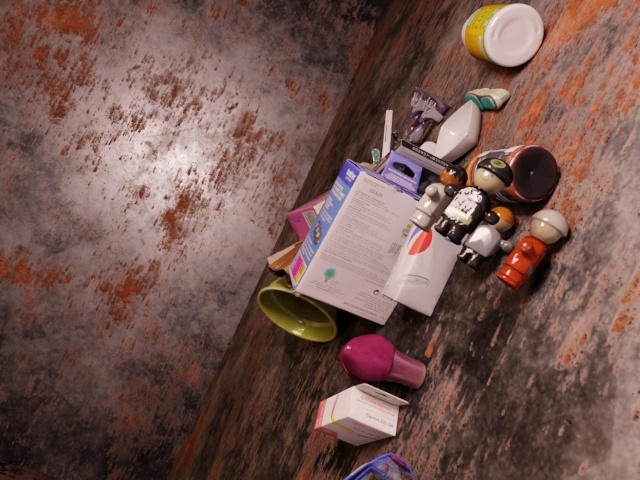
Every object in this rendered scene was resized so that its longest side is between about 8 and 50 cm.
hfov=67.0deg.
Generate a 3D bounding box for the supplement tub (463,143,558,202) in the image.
[{"bbox_3d":[0.352,-0.126,0.937,0.106,0.106,0.198,-65,15,-1],"label":"supplement tub"}]

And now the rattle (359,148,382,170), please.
[{"bbox_3d":[0.200,-0.239,1.755,0.200,0.130,0.143,-41,21,-14],"label":"rattle"}]

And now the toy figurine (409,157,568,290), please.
[{"bbox_3d":[0.282,-0.038,0.835,0.148,0.213,0.209,-54,12,3],"label":"toy figurine"}]

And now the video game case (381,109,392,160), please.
[{"bbox_3d":[0.221,-0.281,1.632,0.285,0.025,0.204,-78,-11,-46],"label":"video game case"}]

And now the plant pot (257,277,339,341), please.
[{"bbox_3d":[-0.023,0.148,1.573,0.276,0.276,0.253,-44,13,55],"label":"plant pot"}]

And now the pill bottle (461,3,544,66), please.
[{"bbox_3d":[0.443,-0.521,1.220,0.136,0.136,0.245,-59,15,21],"label":"pill bottle"}]

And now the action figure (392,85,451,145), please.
[{"bbox_3d":[0.288,-0.331,1.537,0.284,0.099,0.185,-64,24,21],"label":"action figure"}]

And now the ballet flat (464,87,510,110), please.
[{"bbox_3d":[0.423,-0.359,1.222,0.052,0.057,0.168,-35,22,3],"label":"ballet flat"}]

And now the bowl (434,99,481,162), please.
[{"bbox_3d":[0.362,-0.273,1.256,0.142,0.053,0.141,-40,28,57],"label":"bowl"}]

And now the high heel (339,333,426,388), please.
[{"bbox_3d":[0.077,0.253,1.114,0.377,0.181,0.127,-27,40,67],"label":"high heel"}]

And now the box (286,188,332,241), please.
[{"bbox_3d":[0.045,-0.104,1.665,0.243,0.117,0.214,-30,10,-26],"label":"box"}]

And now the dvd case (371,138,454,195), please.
[{"bbox_3d":[0.224,-0.158,1.296,0.238,0.179,0.029,-46,27,53],"label":"dvd case"}]

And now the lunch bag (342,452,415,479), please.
[{"bbox_3d":[0.005,0.565,0.769,0.327,0.239,0.385,-55,1,34],"label":"lunch bag"}]

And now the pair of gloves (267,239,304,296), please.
[{"bbox_3d":[-0.035,0.065,1.456,0.204,0.042,0.240,-28,33,-15],"label":"pair of gloves"}]

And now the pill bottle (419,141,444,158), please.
[{"bbox_3d":[0.265,-0.198,1.372,0.184,0.103,0.103,-45,24,54],"label":"pill bottle"}]

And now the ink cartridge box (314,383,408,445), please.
[{"bbox_3d":[0.084,0.371,1.022,0.198,0.115,0.067,-48,21,50],"label":"ink cartridge box"}]

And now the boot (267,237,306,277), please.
[{"bbox_3d":[0.000,0.000,1.348,0.280,0.096,0.264,-35,16,-26],"label":"boot"}]

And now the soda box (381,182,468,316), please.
[{"bbox_3d":[0.248,0.017,1.083,0.286,0.098,0.091,-64,14,-2],"label":"soda box"}]

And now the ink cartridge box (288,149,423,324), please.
[{"bbox_3d":[0.131,-0.019,1.207,0.395,0.270,0.151,-60,21,15],"label":"ink cartridge box"}]
